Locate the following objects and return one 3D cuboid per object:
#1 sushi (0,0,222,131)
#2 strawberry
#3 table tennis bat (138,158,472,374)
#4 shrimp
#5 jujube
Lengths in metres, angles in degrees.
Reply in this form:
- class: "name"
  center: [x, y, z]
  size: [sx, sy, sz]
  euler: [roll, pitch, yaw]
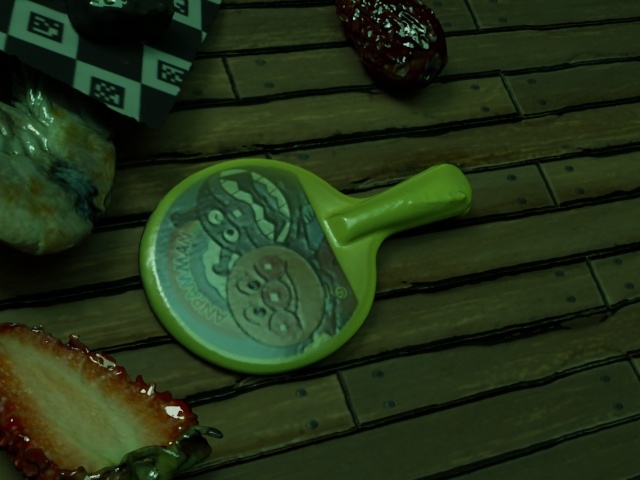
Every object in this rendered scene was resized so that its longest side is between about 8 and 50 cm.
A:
- class: "sushi"
  center: [-0.241, -0.290, 0.973]
  size: [0.320, 0.069, 0.339]
  euler: [29, 38, -12]
- class: "strawberry"
  center: [-0.201, 0.151, 0.836]
  size: [0.167, 0.087, 0.208]
  euler: [-11, 40, -46]
- class: "table tennis bat"
  center: [0.000, 0.000, 0.999]
  size: [0.369, 0.054, 0.224]
  euler: [-20, 72, -24]
- class: "shrimp"
  center: [-0.296, -0.144, 0.905]
  size: [0.247, 0.085, 0.360]
  euler: [18, 45, -47]
- class: "jujube"
  center: [0.074, -0.242, 1.136]
  size: [0.104, 0.104, 0.166]
  euler: [-25, 62, -30]
